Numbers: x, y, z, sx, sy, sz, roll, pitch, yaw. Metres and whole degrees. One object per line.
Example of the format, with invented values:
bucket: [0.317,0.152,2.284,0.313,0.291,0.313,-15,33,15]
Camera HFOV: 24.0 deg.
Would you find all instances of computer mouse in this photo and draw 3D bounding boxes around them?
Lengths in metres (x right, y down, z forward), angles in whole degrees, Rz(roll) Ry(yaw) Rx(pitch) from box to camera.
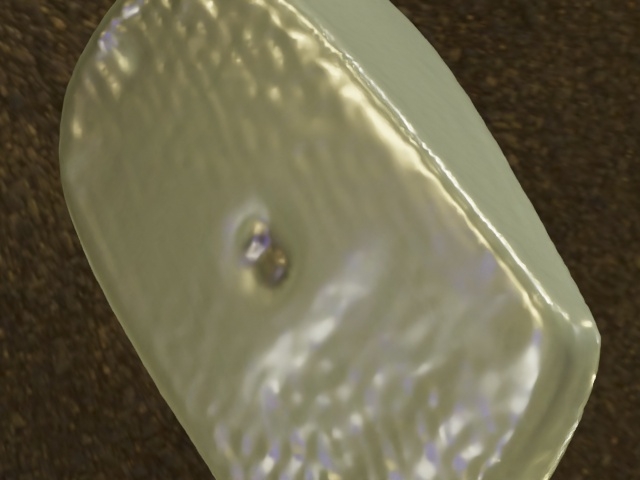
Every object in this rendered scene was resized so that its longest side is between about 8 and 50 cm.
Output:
computer mouse: [0.000,0.000,0.454,0.079,0.231,0.128,7,132,-47]
